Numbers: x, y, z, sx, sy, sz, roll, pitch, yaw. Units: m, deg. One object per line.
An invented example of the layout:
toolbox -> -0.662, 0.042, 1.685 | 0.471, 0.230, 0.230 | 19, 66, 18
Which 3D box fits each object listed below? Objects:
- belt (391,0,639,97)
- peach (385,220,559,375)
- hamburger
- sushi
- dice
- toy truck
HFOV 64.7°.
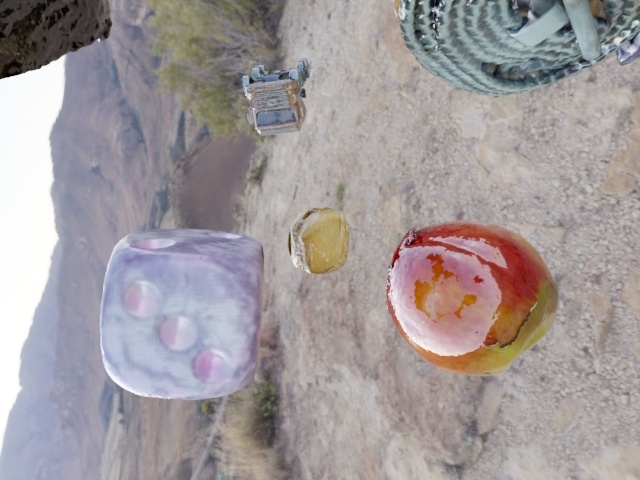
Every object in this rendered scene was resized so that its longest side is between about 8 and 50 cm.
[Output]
belt -> 0.165, -0.211, 0.387 | 0.207, 0.295, 0.160 | -22, 71, 26
peach -> 0.311, 0.111, 1.107 | 0.370, 0.371, 0.369 | -171, 90, -67
hamburger -> 0.001, -0.001, 1.536 | 0.108, 0.214, 0.213 | 12, 93, 52
sushi -> -0.487, -0.394, 0.776 | 0.348, 0.235, 0.207 | -72, 3, -48
dice -> -0.249, 0.126, 0.971 | 0.270, 0.272, 0.269 | -122, 36, -77
toy truck -> -0.073, -0.273, 0.996 | 0.256, 0.108, 0.140 | -85, -12, -64
